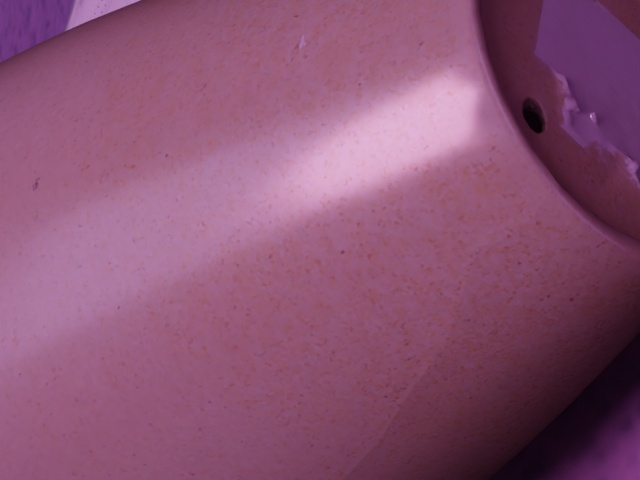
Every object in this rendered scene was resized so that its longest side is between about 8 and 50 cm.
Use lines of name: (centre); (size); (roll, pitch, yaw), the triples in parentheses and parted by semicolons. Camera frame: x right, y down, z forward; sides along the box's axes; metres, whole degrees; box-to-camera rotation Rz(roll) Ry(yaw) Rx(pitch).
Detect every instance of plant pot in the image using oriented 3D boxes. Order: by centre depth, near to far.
plant pot: (0.000, 0.000, 0.673); (0.274, 0.256, 0.256); (-30, 58, 39)

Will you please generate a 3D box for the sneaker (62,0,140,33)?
sneaker: (-0.050, -0.119, 0.879); (0.169, 0.108, 0.293); (-34, 55, 56)
